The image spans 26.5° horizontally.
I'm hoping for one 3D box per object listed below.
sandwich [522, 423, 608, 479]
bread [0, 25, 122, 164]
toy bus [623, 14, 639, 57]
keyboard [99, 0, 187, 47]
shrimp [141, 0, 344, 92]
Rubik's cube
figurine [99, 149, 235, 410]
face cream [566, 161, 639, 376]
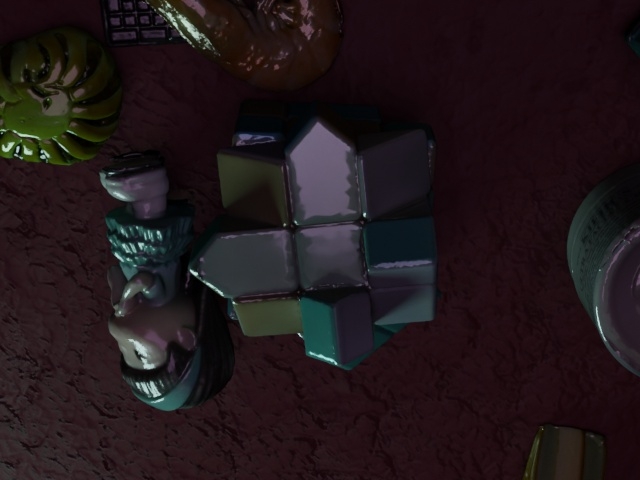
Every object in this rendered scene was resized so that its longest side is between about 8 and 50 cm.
[{"bbox_3d":[0.237,0.280,1.401,0.079,0.113,0.163,10,74,-3],"label":"sandwich"},{"bbox_3d":[-0.250,-0.128,1.232,0.139,0.071,0.130,1,113,0],"label":"bread"},{"bbox_3d":[0.398,-0.116,1.197,0.128,0.147,0.256,-40,105,11],"label":"toy bus"},{"bbox_3d":[-0.158,-0.325,1.190,0.101,0.018,0.309,-3,109,2],"label":"keyboard"},{"bbox_3d":[-0.076,-0.223,1.193,0.236,0.053,0.133,33,103,-23],"label":"shrimp"},{"bbox_3d":[0.000,0.000,1.200,0.224,0.213,0.265,1,111,-1],"label":"Rubik's cube"},{"bbox_3d":[-0.150,0.040,1.266,0.110,0.138,0.245,-12,104,-13],"label":"figurine"},{"bbox_3d":[0.324,0.028,1.242,0.177,0.153,0.177,0,108,0],"label":"face cream"}]
